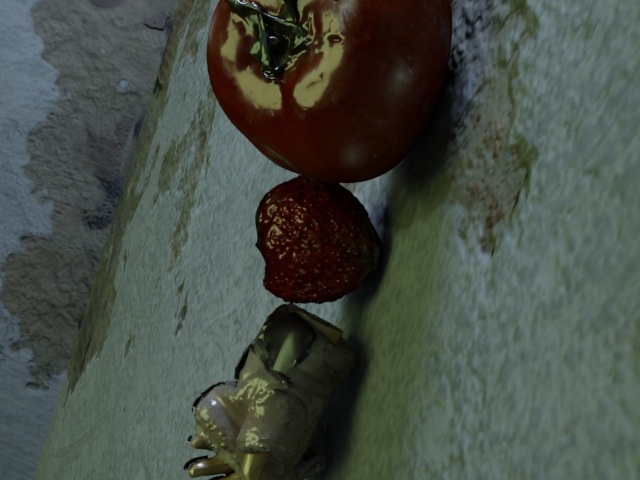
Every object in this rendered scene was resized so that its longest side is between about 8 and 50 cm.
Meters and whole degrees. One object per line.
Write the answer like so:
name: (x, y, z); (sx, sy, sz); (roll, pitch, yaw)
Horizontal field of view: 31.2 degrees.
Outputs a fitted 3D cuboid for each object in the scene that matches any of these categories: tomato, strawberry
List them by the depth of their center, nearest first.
tomato: (0.007, -0.127, 0.813); (0.187, 0.151, 0.187); (-4, 81, 29)
strawberry: (0.000, 0.000, 0.854); (0.106, 0.106, 0.106); (-164, 90, -74)

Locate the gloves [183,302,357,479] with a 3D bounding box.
gloves: (-0.032, 0.119, 0.834); (0.144, 0.094, 0.110); (-45, 51, 17)
